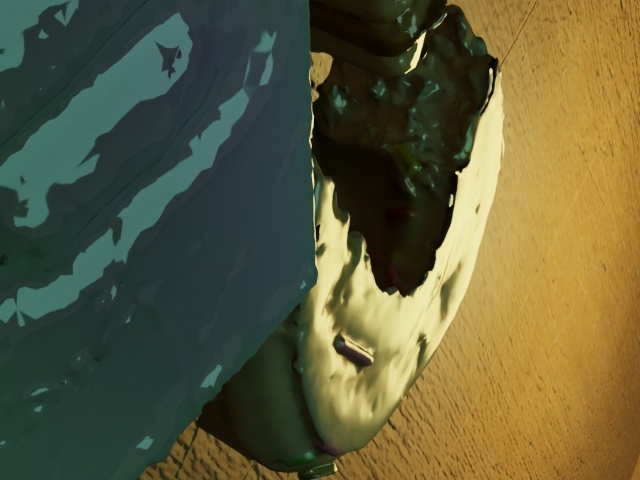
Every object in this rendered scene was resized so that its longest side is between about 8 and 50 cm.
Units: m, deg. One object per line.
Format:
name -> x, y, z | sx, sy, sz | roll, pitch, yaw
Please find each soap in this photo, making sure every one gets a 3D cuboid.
soap -> -0.154, -0.107, 0.434 | 0.261, 0.156, 0.446 | -46, 139, -16

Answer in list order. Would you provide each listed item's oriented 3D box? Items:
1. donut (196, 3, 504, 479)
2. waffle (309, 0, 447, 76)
donut -> 0.003, 0.003, 1.132 | 0.371, 0.150, 0.307 | -38, 137, -53
waffle -> 0.010, -0.280, 0.848 | 0.376, 0.261, 0.114 | -65, 159, -21
